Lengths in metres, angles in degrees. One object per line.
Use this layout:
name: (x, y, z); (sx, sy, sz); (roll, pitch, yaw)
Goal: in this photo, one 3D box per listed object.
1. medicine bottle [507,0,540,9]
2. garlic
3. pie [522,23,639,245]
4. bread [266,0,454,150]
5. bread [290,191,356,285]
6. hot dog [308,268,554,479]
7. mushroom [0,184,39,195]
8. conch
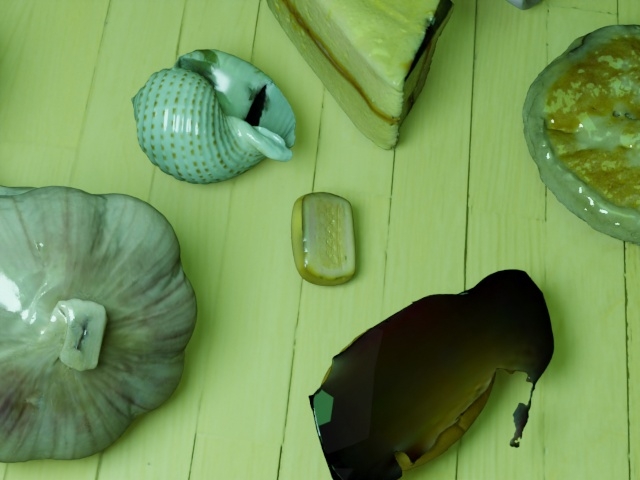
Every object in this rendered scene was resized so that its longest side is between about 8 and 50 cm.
medicine bottle: (0.177, -0.499, 1.679); (0.388, 0.219, 0.219); (38, 65, 15)
garlic: (-0.283, 0.088, 1.298); (0.321, 0.322, 0.241); (1, 34, -6)
pie: (0.425, -0.132, 1.597); (0.339, 0.077, 0.339); (3, 66, -6)
bread: (0.014, -0.252, 1.567); (0.264, 0.168, 0.163); (22, 63, 9)
bread: (0.000, 0.000, 1.488); (0.082, 0.056, 0.115); (1, 73, -26)
hot dog: (0.119, 0.170, 1.390); (0.326, 0.107, 0.194); (-16, 74, -24)
mushroom: (-0.487, -0.143, 1.376); (0.356, 0.315, 0.315); (13, 61, 12)
conch: (-0.135, -0.135, 1.506); (0.200, 0.131, 0.172); (36, 35, -5)
